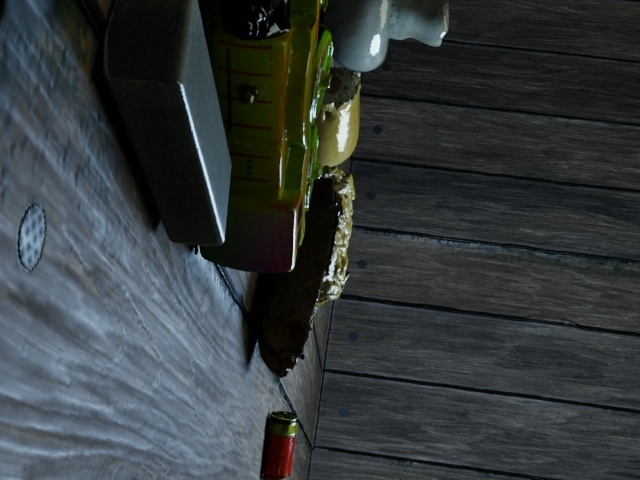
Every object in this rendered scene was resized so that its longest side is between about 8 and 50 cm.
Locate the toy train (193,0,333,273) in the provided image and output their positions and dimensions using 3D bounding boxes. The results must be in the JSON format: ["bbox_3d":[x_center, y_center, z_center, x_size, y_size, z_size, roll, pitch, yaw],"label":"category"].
[{"bbox_3d":[-0.046,-0.120,0.753,0.161,0.100,0.296,-75,171,-52],"label":"toy train"}]

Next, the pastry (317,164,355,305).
[{"bbox_3d":[0.000,0.000,1.543,0.154,0.102,0.250,35,60,-82],"label":"pastry"}]

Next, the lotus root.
[{"bbox_3d":[-0.041,0.029,1.289,0.167,0.078,0.329,125,-19,-44],"label":"lotus root"}]

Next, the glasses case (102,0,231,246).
[{"bbox_3d":[-0.091,-0.070,0.582,0.205,0.047,0.071,87,7,-65],"label":"glasses case"}]

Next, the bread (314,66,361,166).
[{"bbox_3d":[0.031,-0.229,1.712,0.173,0.085,0.134,92,6,-45],"label":"bread"}]

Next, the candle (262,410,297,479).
[{"bbox_3d":[-0.069,0.355,1.535,0.052,0.052,0.131,-46,143,-83],"label":"candle"}]

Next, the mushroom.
[{"bbox_3d":[0.115,-0.412,1.618,0.243,0.243,0.244,7,90,-86],"label":"mushroom"}]
